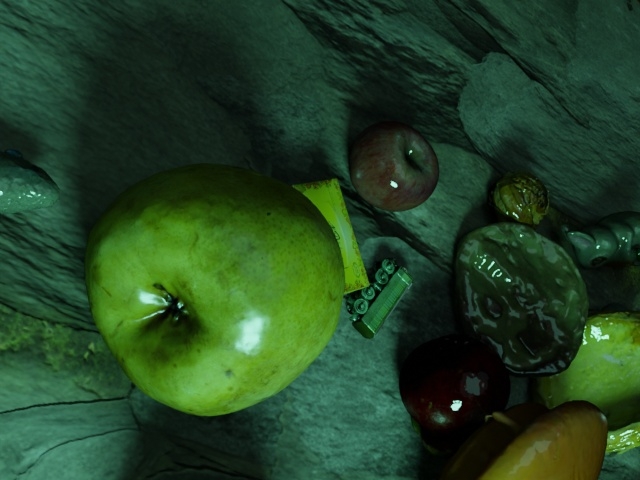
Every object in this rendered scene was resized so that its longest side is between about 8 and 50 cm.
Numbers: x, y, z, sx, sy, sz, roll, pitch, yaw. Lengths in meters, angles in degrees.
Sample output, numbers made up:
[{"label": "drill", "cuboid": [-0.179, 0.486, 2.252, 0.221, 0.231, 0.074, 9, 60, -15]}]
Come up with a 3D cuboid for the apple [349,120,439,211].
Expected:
[{"label": "apple", "cuboid": [0.116, -0.119, 1.346, 0.153, 0.120, 0.153, 17, 60, -32]}]

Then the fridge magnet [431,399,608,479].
[{"label": "fridge magnet", "cuboid": [0.290, 0.382, 1.218, 0.363, 0.155, 0.364, -25, 133, -30]}]

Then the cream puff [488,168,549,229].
[{"label": "cream puff", "cuboid": [0.382, -0.076, 1.570, 0.119, 0.104, 0.133, 36, 54, -17]}]

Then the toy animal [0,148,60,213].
[{"label": "toy animal", "cuboid": [-0.423, -0.084, 0.927, 0.253, 0.070, 0.079, 20, 28, -21]}]

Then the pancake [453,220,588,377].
[{"label": "pancake", "cuboid": [0.359, 0.107, 1.476, 0.294, 0.049, 0.294, 7, 67, -17]}]

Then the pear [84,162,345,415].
[{"label": "pear", "cuboid": [-0.113, 0.046, 0.987, 0.304, 0.304, 0.304, 14, 66, -36]}]

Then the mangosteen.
[{"label": "mangosteen", "cuboid": [0.205, 0.244, 1.275, 0.200, 0.200, 0.200, 14, 66, -36]}]

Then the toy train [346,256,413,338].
[{"label": "toy train", "cuboid": [0.092, 0.088, 1.309, 0.071, 0.038, 0.148, 52, 51, -13]}]

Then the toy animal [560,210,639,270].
[{"label": "toy animal", "cuboid": [0.590, 0.002, 1.724, 0.251, 0.127, 0.125, -2, 88, -26]}]

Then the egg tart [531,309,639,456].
[{"label": "egg tart", "cuboid": [0.530, 0.260, 1.476, 0.123, 0.294, 0.294, 48, 48, -43]}]

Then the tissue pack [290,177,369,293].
[{"label": "tissue pack", "cuboid": [0.000, 0.000, 1.245, 0.095, 0.062, 0.176, -12, 84, -42]}]

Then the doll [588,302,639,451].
[{"label": "doll", "cuboid": [0.619, 0.289, 1.633, 0.245, 0.158, 0.340, -12, 55, -31]}]
